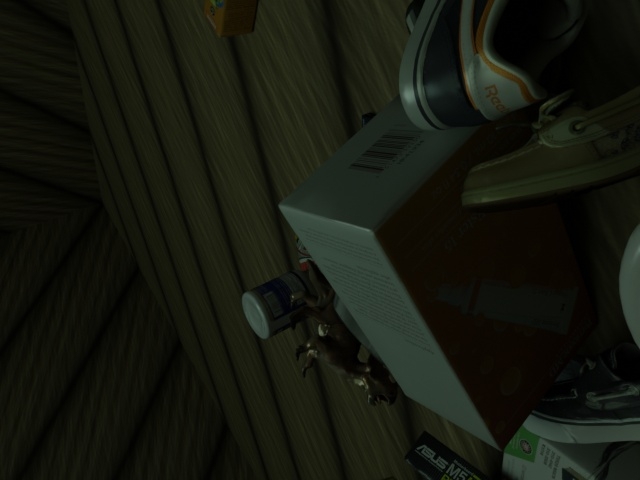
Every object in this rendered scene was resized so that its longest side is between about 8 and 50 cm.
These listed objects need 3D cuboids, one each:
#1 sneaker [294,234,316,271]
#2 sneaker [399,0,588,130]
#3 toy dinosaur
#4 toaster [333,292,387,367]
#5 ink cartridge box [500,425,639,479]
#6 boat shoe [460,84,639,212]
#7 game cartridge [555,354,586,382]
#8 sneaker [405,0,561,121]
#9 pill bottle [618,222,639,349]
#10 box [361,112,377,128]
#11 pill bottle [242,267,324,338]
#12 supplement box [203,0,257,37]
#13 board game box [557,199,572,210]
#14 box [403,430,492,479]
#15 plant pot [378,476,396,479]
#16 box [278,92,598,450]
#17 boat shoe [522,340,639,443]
[{"bbox_3d":[0.000,0.000,1.139,0.225,0.088,0.093,-27,84,62],"label":"sneaker"},{"bbox_3d":[0.175,-0.251,0.502,0.127,0.126,0.321,7,81,47],"label":"sneaker"},{"bbox_3d":[0.046,0.174,1.120,0.127,0.200,0.296,67,-166,-89],"label":"toy dinosaur"},{"bbox_3d":[0.112,0.097,0.978,0.227,0.129,0.146,46,143,37],"label":"toaster"},{"bbox_3d":[0.361,0.327,0.752,0.219,0.092,0.160,33,139,47],"label":"ink cartridge box"},{"bbox_3d":[0.251,-0.096,0.475,0.104,0.285,0.089,7,-115,-79],"label":"boat shoe"},{"bbox_3d":[0.329,0.177,0.775,0.083,0.017,0.056,1,115,60],"label":"game cartridge"},{"bbox_3d":[0.197,-0.224,0.643,0.132,0.086,0.229,-44,66,43],"label":"sneaker"},{"bbox_3d":[0.330,-0.005,0.344,0.162,0.278,0.162,41,144,39],"label":"pill bottle"},{"bbox_3d":[0.096,-0.159,0.918,0.067,0.018,0.083,34,139,46],"label":"box"},{"bbox_3d":[-0.068,0.129,1.249,0.112,0.186,0.112,40,143,40],"label":"pill bottle"},{"bbox_3d":[-0.159,-0.493,1.044,0.078,0.080,0.233,57,154,21],"label":"supplement box"},{"bbox_3d":[0.228,-0.066,0.751,0.126,0.026,0.186,63,153,6],"label":"board game box"},{"bbox_3d":[0.277,0.435,0.900,0.216,0.060,0.270,24,158,52],"label":"box"},{"bbox_3d":[0.128,0.734,1.381,0.212,0.187,0.212,58,151,15],"label":"plant pot"},{"bbox_3d":[0.150,0.032,0.651,0.168,0.215,0.345,20,149,54],"label":"box"},{"bbox_3d":[0.344,0.165,0.639,0.301,0.108,0.102,-24,86,58],"label":"boat shoe"}]
